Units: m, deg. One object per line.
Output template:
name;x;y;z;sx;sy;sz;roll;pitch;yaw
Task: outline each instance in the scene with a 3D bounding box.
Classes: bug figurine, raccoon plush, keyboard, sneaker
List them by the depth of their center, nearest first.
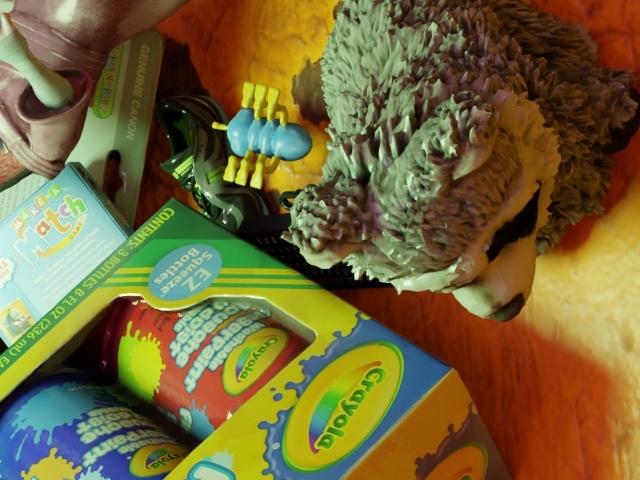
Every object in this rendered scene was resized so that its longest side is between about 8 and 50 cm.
raccoon plush;0.022;-0.125;1.270;0.446;0.299;0.216;45;110;23
keyboard;0.000;0.000;1.497;0.180;0.023;0.108;-5;121;46
bug figurine;0.015;-0.168;1.502;0.216;0.072;0.279;20;98;37
sneaker;-0.105;-0.051;1.617;0.067;0.078;0.188;-41;60;36

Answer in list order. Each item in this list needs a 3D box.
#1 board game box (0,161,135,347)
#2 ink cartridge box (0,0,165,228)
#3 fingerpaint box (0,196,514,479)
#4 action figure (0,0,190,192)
board game box;-0.222;0.057;1.656;0.160;0.039;0.211;-39;87;12
ink cartridge box;-0.289;-0.077;1.746;0.272;0.130;0.309;12;95;9
fingerpaint box;-0.140;0.218;1.388;0.445;0.163;0.371;-43;44;-15
action figure;-0.239;-0.174;1.595;0.248;0.276;0.370;27;95;49
